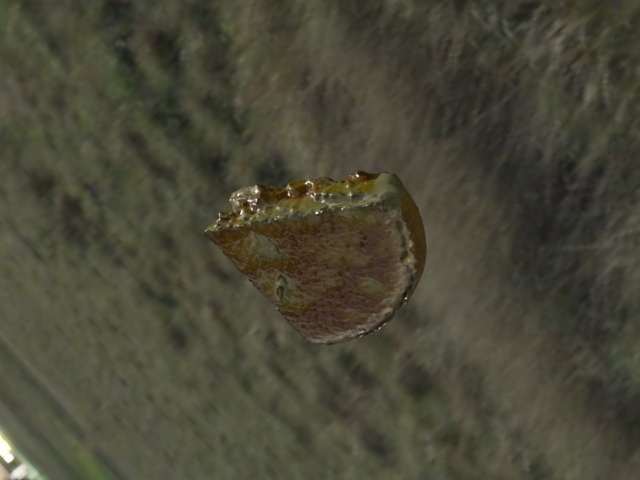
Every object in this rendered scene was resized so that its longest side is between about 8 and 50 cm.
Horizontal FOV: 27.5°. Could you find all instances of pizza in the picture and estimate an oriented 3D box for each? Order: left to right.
[{"bbox_3d":[0.001,0.000,0.803,0.134,0.046,0.175,26,144,-10],"label":"pizza"}]
